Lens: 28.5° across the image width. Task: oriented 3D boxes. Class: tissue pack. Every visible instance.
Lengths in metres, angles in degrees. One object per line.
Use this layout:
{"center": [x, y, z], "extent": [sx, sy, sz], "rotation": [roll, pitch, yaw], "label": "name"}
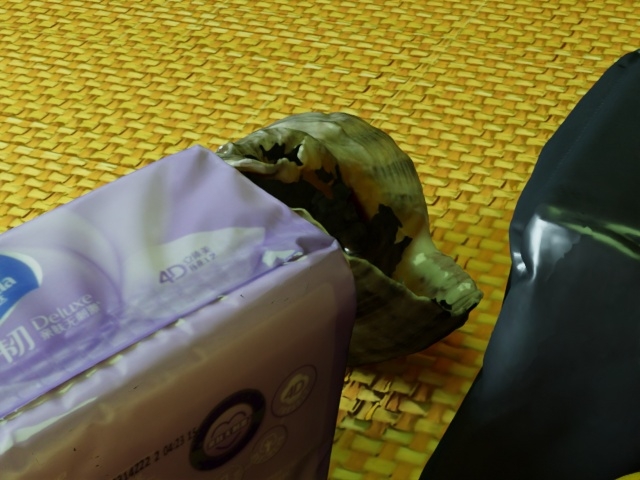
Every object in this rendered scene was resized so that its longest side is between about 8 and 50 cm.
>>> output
{"center": [-0.157, 0.125, 0.646], "extent": [0.338, 0.242, 0.160], "rotation": [-29, 52, -33], "label": "tissue pack"}

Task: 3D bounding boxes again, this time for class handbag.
{"center": [0.186, 0.057, 0.732], "extent": [0.177, 0.275, 0.302], "rotation": [21, 33, 15], "label": "handbag"}

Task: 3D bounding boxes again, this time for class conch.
{"center": [-0.010, 0.010, 0.883], "extent": [0.210, 0.159, 0.291], "rotation": [56, 23, 14], "label": "conch"}

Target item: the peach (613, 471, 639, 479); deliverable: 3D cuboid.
{"center": [0.158, 0.217, 0.442], "extent": [0.332, 0.308, 0.308], "rotation": [-4, 34, -3], "label": "peach"}
